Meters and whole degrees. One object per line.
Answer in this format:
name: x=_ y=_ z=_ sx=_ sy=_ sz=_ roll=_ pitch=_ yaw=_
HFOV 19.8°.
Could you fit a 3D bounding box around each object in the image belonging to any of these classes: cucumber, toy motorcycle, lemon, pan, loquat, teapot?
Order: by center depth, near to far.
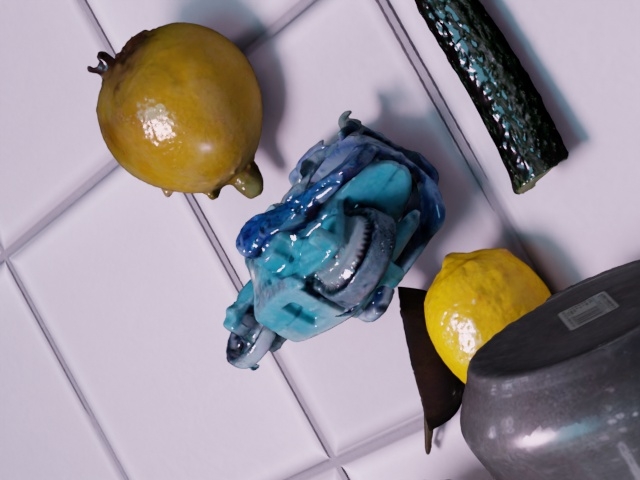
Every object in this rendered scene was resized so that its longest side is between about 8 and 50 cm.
teapot: x=0.267 y=0.207 z=1.457 sx=0.344 sy=0.253 sz=0.300 roll=65 pitch=160 yaw=-9
cucumber: x=0.137 y=-0.144 z=1.537 sx=0.215 sy=0.058 sz=0.052 roll=61 pitch=176 yaw=7
lemon: x=0.154 y=0.075 z=1.596 sx=0.155 sy=0.114 sz=0.114 roll=56 pitch=141 yaw=-2
toy motorcycle: x=0.000 y=0.000 z=1.677 sx=0.154 sy=0.206 sz=0.260 roll=27 pitch=146 yaw=-23
pan: x=0.108 y=0.117 z=1.719 sx=0.202 sy=0.048 sz=0.128 roll=72 pitch=-171 yaw=-72
loquat: x=-0.129 y=-0.119 z=1.778 sx=0.204 sy=0.149 sz=0.172 roll=52 pitch=141 yaw=-8

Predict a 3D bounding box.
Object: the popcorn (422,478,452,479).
popcorn: x=0.103 y=0.357 z=1.707 sx=0.247 sy=0.282 sz=0.282 roll=7 pitch=116 yaw=49
